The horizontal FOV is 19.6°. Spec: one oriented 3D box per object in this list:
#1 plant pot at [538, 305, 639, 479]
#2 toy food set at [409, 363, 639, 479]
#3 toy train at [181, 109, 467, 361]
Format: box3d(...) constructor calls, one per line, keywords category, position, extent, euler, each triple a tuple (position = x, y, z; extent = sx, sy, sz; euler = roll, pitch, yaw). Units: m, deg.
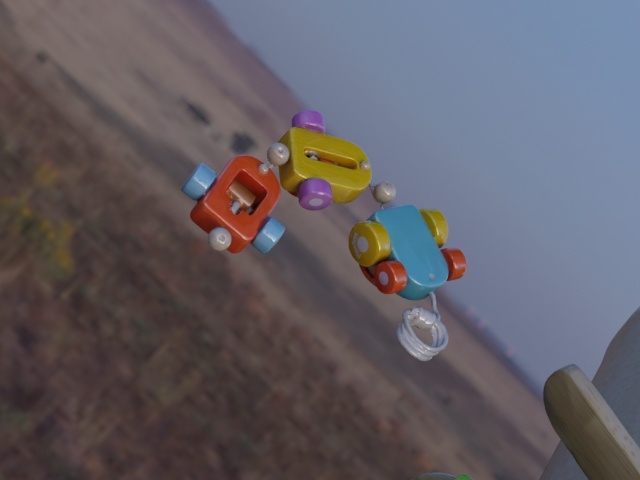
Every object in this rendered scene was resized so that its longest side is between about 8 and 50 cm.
box3d(category="plant pot", position=(0.217, 0.204, 0.971), extent=(0.333, 0.305, 0.334), euler=(18, -31, 12))
box3d(category="toy food set", position=(0.061, 0.139, 0.606), extent=(0.132, 0.038, 0.192), euler=(54, -38, 20))
box3d(category="toy train", position=(0.000, 0.000, 1.018), extent=(0.166, 0.046, 0.125), euler=(36, 47, -11))
